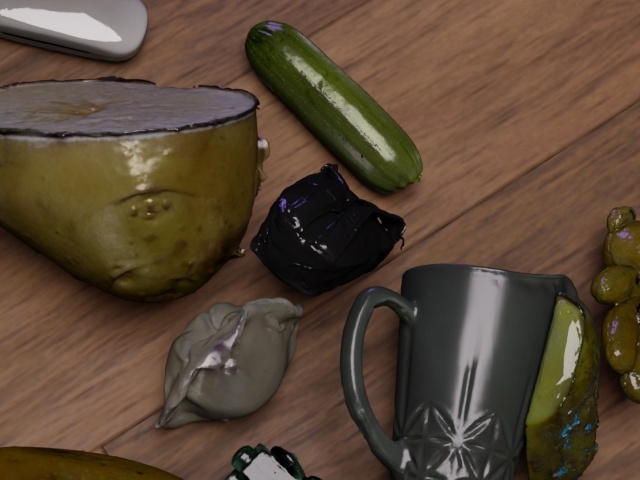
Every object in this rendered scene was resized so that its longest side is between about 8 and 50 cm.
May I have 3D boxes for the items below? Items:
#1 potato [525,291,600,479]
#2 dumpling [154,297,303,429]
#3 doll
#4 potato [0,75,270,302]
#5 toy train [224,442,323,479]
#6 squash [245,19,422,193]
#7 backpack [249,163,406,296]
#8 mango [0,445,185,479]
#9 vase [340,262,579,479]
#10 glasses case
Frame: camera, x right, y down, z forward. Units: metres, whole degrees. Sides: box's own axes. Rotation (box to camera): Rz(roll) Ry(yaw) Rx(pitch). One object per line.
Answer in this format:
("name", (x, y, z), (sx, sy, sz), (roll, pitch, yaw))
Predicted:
("potato", (0.242, 0.150, 1.914), (0.054, 0.119, 0.198), (11, 95, 27))
("dumpling", (-0.092, 0.109, 1.906), (0.188, 0.127, 0.108), (-36, 65, -15))
("doll", (0.329, 0.061, 1.975), (0.137, 0.097, 0.209), (40, 45, -28))
("potato", (-0.208, -0.045, 1.914), (0.299, 0.246, 0.196), (7, 107, 21))
("toy train", (-0.019, 0.260, 1.870), (0.170, 0.111, 0.071), (42, 71, 5))
("squash", (0.014, -0.138, 2.045), (0.069, 0.069, 0.239), (-41, 79, -19))
("backpack", (-0.003, -0.002, 1.950), (0.120, 0.106, 0.165), (44, 27, 12))
("mango", (-0.182, 0.291, 1.809), (0.329, 0.175, 0.176), (11, 113, -4))
("vase", (0.124, 0.164, 1.906), (0.251, 0.156, 0.301), (18, 73, -24))
("glasses case", (-0.274, -0.236, 2.052), (0.193, 0.049, 0.074), (12, 68, -2))
